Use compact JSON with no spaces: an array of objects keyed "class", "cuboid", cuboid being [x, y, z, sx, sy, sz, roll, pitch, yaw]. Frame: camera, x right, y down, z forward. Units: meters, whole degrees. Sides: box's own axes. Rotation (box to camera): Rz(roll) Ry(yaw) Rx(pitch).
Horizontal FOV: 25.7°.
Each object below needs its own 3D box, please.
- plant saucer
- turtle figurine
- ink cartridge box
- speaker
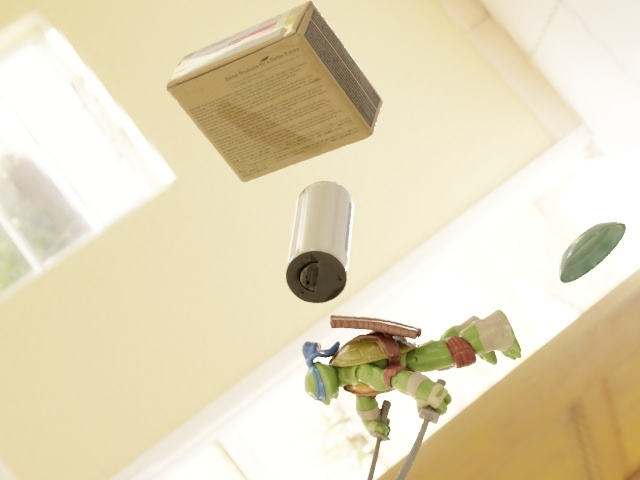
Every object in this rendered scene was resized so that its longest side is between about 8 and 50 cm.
[{"class":"plant saucer","cuboid":[0.371,0.011,1.940,0.021,0.119,0.119,50,164,24]},{"class":"turtle figurine","cuboid":[0.129,0.207,1.798,0.274,0.266,0.198,57,160,34]},{"class":"ink cartridge box","cuboid":[-0.062,-0.202,1.955,0.235,0.088,0.193,-17,124,32]},{"class":"speaker","cuboid":[0.000,0.000,1.256,0.055,0.055,0.136,61,-164,-24]}]
